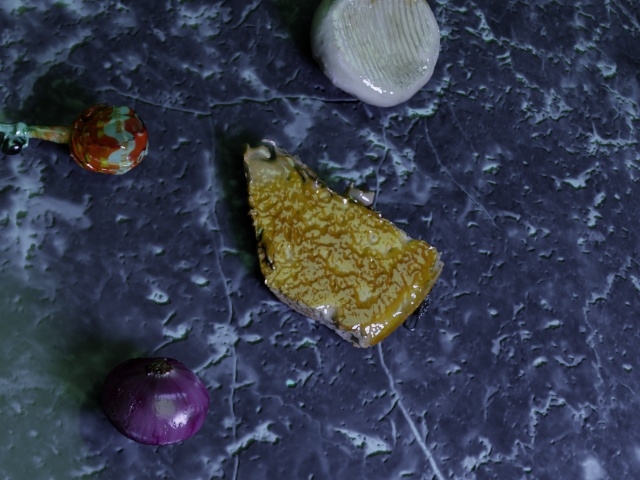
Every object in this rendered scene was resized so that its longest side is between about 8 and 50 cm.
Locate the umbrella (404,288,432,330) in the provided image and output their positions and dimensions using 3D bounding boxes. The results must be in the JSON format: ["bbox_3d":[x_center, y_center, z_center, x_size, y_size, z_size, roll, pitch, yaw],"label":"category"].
[{"bbox_3d":[0.138,0.068,1.406,0.022,0.013,0.122,24,60,5],"label":"umbrella"}]

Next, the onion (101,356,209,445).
[{"bbox_3d":[-0.175,0.174,1.148,0.115,0.104,0.115,3,32,-2],"label":"onion"}]

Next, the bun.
[{"bbox_3d":[0.067,-0.266,1.445,0.183,0.102,0.183,1,88,-24],"label":"bun"}]

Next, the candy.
[{"bbox_3d":[-0.332,-0.124,1.193,0.287,0.084,0.078,6,72,-19],"label":"candy"}]

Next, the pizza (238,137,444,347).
[{"bbox_3d":[0.000,0.000,1.324,0.297,0.071,0.189,37,70,-7],"label":"pizza"}]
